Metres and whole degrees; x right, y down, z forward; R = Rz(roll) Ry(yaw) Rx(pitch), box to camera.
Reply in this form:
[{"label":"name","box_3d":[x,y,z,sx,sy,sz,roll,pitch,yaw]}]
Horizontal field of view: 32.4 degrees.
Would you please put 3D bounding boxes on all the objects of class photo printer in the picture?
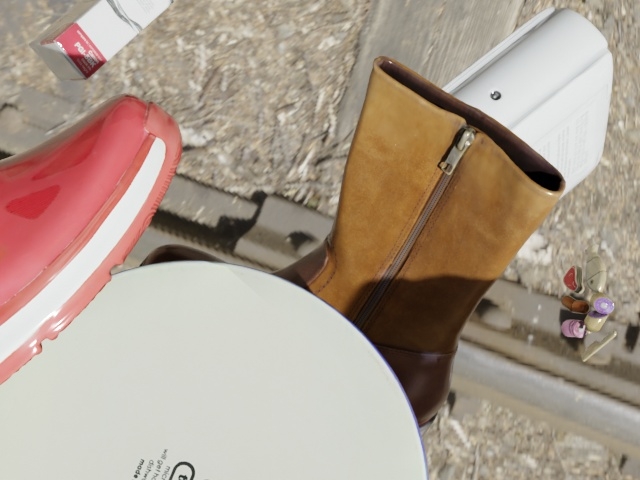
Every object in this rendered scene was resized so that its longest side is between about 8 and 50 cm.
[{"label":"photo printer","box_3d":[0.171,-0.077,1.194,0.307,0.256,0.107,-39,63,-9]}]

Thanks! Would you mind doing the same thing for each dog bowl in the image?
[{"label":"dog bowl","box_3d":[-0.070,0.148,0.622,0.265,0.104,0.265,-1,74,3]}]

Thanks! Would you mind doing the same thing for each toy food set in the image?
[{"label":"toy food set","box_3d":[0.291,0.069,1.226,0.019,0.122,0.078,18,134,-23]}]

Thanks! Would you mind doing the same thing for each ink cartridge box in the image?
[{"label":"ink cartridge box","box_3d":[-0.238,-0.237,1.198,0.135,0.099,0.056,-46,116,-17]}]

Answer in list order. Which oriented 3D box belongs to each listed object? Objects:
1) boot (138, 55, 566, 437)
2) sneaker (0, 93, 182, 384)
[{"label":"boot","box_3d":[0.000,0.000,0.770,0.264,0.096,0.280,36,131,19]},{"label":"sneaker","box_3d":[-0.161,0.001,0.376,0.221,0.087,0.128,-45,111,-7]}]
